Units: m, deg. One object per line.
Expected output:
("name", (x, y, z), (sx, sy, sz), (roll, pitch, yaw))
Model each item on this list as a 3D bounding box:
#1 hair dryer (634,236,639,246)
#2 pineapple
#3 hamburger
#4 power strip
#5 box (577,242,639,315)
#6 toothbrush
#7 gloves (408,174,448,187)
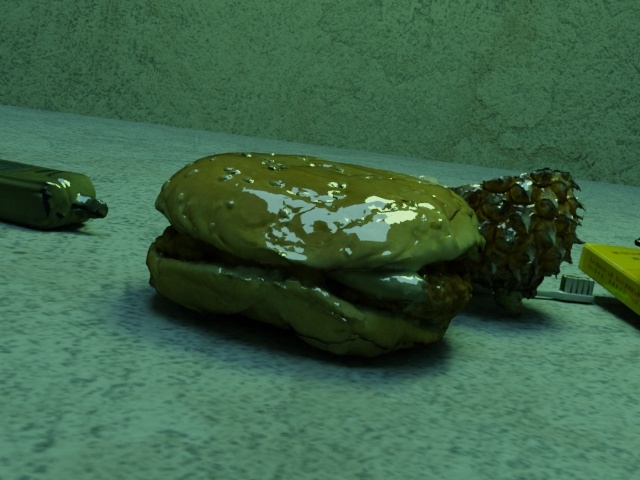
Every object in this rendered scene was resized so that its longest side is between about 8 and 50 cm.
("hair dryer", (0.347, 0.042, 0.749), (0.248, 0.078, 0.195), (-16, 27, -40))
("pineapple", (0.189, 0.011, 0.849), (0.176, 0.137, 0.161), (-3, -9, -19))
("hamburger", (-0.001, 0.000, 0.732), (0.283, 0.145, 0.259), (17, 10, 13))
("power strip", (-0.420, -0.074, 0.995), (0.387, 0.066, 0.092), (13, 14, 19))
("box", (0.401, 0.066, 0.875), (0.152, 0.043, 0.269), (5, 16, -11))
("toothbrush", (0.149, 0.041, 0.911), (0.342, 0.030, 0.025), (6, 9, -13))
("gloves", (0.161, -0.046, 1.223), (0.144, 0.094, 0.110), (15, 21, -9))
